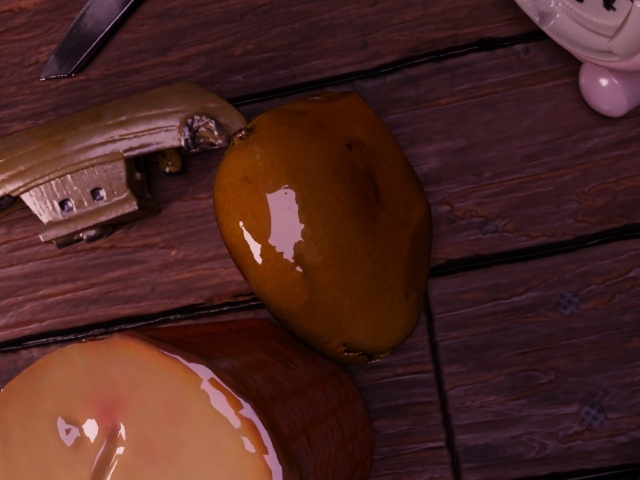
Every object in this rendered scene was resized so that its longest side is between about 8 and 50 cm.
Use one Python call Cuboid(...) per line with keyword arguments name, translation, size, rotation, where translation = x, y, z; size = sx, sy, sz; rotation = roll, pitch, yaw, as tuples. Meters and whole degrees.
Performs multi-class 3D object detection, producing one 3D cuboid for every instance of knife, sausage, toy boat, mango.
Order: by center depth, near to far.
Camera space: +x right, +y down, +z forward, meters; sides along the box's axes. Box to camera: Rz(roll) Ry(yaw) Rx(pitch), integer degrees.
Cuboid(name="sausage", translation=(-0.091, 0.180, 0.587), size=(0.233, 0.287, 0.233), rotation=(-1, 87, 13))
Cuboid(name="mango", translation=(0.000, 0.000, 0.664), size=(0.136, 0.166, 0.236), rotation=(-28, 101, 47))
Cuboid(name="toy boat", translation=(-0.218, -0.062, 0.740), size=(0.321, 0.089, 0.121), rotation=(-16, 87, 6))
Cuboid(name="knife", translation=(-0.215, -0.249, 0.797), size=(0.230, 0.028, 0.060), rotation=(-47, 66, 5))

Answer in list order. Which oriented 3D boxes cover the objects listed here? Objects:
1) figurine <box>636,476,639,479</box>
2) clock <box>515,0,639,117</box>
Cuboid(name="figurine", translation=(0.339, 0.303, 0.573), size=(0.185, 0.204, 0.332), rotation=(-13, 108, 24))
Cuboid(name="clock", translation=(0.223, -0.277, 0.565), size=(0.184, 0.326, 0.342), rotation=(-39, 78, 2))
